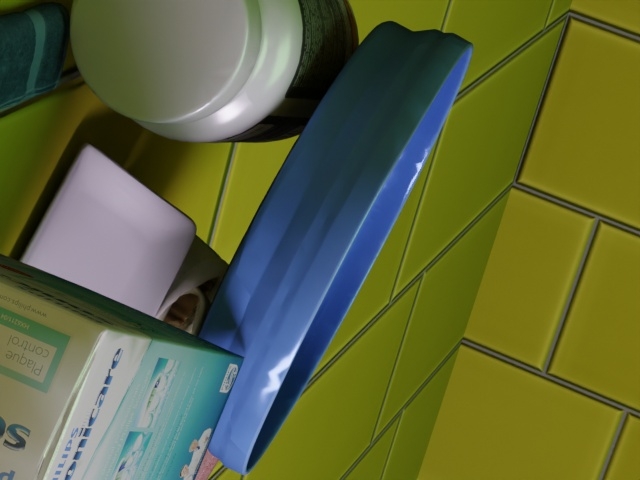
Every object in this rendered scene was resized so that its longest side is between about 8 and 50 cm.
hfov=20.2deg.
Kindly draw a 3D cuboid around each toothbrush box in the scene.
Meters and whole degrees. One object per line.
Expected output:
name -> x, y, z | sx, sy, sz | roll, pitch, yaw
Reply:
toothbrush box -> -0.203, 0.083, 1.166 | 0.126, 0.216, 0.295 | -68, 164, -1

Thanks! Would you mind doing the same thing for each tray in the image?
tray -> -0.206, 0.071, 1.415 | 0.145, 0.030, 0.270 | 38, 72, -41

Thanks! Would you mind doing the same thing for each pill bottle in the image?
pill bottle -> -0.077, -0.153, 1.359 | 0.278, 0.162, 0.162 | -10, 121, -75

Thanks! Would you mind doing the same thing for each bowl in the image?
bowl -> 0.000, 0.000, 1.446 | 0.391, 0.077, 0.391 | -62, 175, -9

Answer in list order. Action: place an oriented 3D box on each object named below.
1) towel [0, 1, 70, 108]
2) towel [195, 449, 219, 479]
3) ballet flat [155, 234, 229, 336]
towel -> -0.206, -0.123, 1.219 | 0.119, 0.029, 0.067 | -35, 143, -64
towel -> -0.182, 0.264, 1.858 | 0.237, 0.037, 0.329 | -67, 165, -5
ballet flat -> -0.190, 0.164, 1.498 | 0.400, 0.139, 0.139 | -64, 165, -12
